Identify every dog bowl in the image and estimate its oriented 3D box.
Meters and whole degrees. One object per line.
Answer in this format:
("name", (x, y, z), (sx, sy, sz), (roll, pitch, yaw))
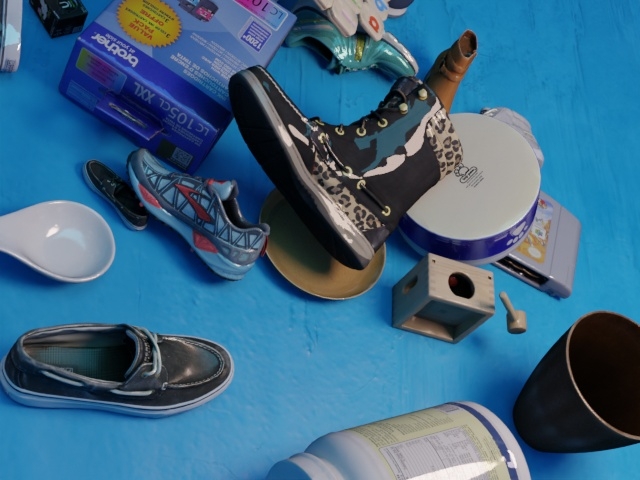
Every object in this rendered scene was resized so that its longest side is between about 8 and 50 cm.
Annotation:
("dog bowl", (0.255, -0.092, 1.757), (0.264, 0.104, 0.265), (-2, 62, 4))

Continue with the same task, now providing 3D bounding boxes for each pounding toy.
("pounding toy", (0.253, 0.093, 1.665), (0.206, 0.181, 0.094), (16, 55, -19))

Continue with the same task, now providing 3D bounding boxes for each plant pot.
("plant pot", (0.000, 0.000, 1.684), (0.236, 0.032, 0.236), (14, 55, -21))
("plant pot", (0.423, 0.260, 1.621), (0.215, 0.230, 0.215), (14, 55, -21))

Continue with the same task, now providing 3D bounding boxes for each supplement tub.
("supplement tub", (0.107, 0.368, 1.383), (0.324, 0.235, 0.235), (-8, 66, -31))

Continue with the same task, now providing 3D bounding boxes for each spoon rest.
("spoon rest", (-0.428, 0.007, 1.418), (0.276, 0.084, 0.137), (-6, 65, -30))

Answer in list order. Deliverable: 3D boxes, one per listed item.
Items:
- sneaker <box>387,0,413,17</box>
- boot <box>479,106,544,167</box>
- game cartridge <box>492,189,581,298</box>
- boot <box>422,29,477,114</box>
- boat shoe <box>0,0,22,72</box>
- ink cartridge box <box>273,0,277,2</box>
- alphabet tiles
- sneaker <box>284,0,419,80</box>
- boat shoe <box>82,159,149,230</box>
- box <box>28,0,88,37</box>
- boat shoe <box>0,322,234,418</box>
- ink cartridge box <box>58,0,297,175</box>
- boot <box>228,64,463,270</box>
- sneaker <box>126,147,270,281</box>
("sneaker", (0.070, -0.595, 2.022), (0.319, 0.131, 0.112), (31, 52, -8))
("boot", (0.323, -0.210, 1.959), (0.258, 0.095, 0.123), (14, 49, -31))
("game cartridge", (0.363, -0.033, 1.886), (0.297, 0.062, 0.198), (27, 56, -11))
("boot", (0.248, -0.305, 1.925), (0.073, 0.152, 0.197), (18, 54, -18))
("boat shoe", (-0.544, -0.410, 1.604), (0.102, 0.108, 0.301), (5, 67, -27))
("ink cartridge box", (-0.162, -0.604, 1.861), (0.270, 0.197, 0.198), (24, 53, -14))
("alphabet tiles", (0.039, -0.512, 1.827), (0.278, 0.021, 0.284), (43, 45, -34))
("sneaker", (0.056, -0.365, 1.914), (0.275, 0.107, 0.110), (23, 73, -9))
("boat shoe", (-0.318, -0.078, 1.555), (0.142, 0.040, 0.049), (47, 51, 5))
("box", (-0.444, -0.396, 1.676), (0.062, 0.052, 0.083), (-25, 76, -37))
("boat shoe", (-0.267, 0.177, 1.375), (0.335, 0.119, 0.121), (0, 61, -28))
("ink cartridge box", (-0.247, -0.297, 1.663), (0.270, 0.151, 0.395), (33, 53, -7))
("boot", (0.050, -0.175, 1.608), (0.284, 0.138, 0.377), (-41, 106, -18))
("sneaker", (-0.184, -0.065, 1.552), (0.262, 0.125, 0.104), (43, 19, -4))
